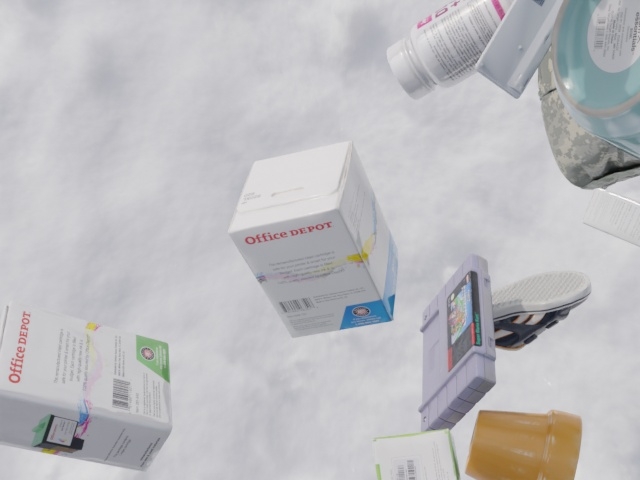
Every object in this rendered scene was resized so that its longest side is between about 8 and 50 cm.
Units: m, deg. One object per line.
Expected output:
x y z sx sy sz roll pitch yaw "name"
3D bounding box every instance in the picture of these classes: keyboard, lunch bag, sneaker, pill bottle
0.286 -0.305 0.987 0.072 0.014 0.256 31 88 -9 "keyboard"
0.496 -0.227 1.234 0.213 0.305 0.255 3 82 -22 "lunch bag"
0.475 0.168 1.820 0.321 0.126 0.127 -17 117 21 "sneaker"
0.296 -0.430 1.695 0.283 0.160 0.160 -28 96 25 "pill bottle"

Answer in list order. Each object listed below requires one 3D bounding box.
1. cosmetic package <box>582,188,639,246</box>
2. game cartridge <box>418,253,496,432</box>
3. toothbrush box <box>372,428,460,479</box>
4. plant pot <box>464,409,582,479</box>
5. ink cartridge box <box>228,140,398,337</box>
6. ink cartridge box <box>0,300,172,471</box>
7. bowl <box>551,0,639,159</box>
0.648 -0.024 1.535 0.231 0.117 0.085 28 104 40 "cosmetic package"
0.282 0.214 1.647 0.068 0.355 0.230 19 130 -8 "game cartridge"
0.169 0.417 1.254 0.122 0.283 0.206 -10 73 10 "toothbrush box"
0.383 0.412 1.511 0.188 0.205 0.205 14 97 13 "plant pot"
0.000 0.000 1.183 0.171 0.168 0.232 -11 129 20 "ink cartridge box"
-0.389 0.234 1.253 0.278 0.201 0.117 20 119 -26 "ink cartridge box"
0.386 -0.227 0.899 0.163 0.311 0.311 -3 97 -25 "bowl"
